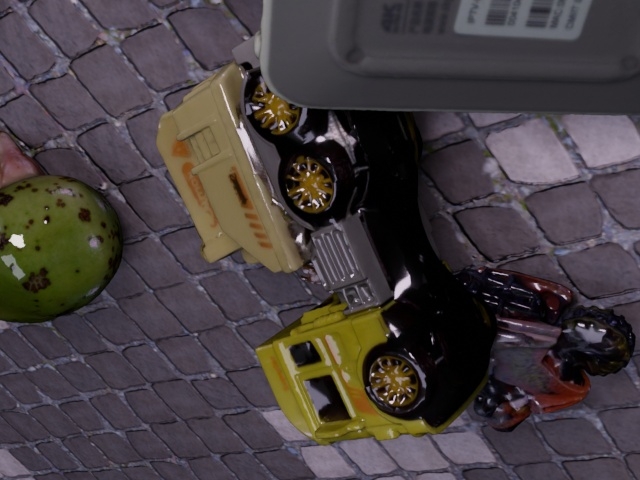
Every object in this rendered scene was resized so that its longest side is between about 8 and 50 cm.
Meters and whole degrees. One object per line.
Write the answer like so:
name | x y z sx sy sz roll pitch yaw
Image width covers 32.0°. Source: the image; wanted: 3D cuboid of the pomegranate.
pomegranate | -0.365 -0.020 1.389 0.214 0.214 0.248 -35 77 47

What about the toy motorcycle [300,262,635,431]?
toy motorcycle | 0.137 0.102 1.254 0.401 0.134 0.207 18 133 11

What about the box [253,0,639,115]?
box | 0.141 -0.244 0.818 0.373 0.090 0.367 0 138 -6

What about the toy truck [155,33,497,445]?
toy truck | 0.000 0.000 1.097 0.254 0.180 0.405 -20 96 37
